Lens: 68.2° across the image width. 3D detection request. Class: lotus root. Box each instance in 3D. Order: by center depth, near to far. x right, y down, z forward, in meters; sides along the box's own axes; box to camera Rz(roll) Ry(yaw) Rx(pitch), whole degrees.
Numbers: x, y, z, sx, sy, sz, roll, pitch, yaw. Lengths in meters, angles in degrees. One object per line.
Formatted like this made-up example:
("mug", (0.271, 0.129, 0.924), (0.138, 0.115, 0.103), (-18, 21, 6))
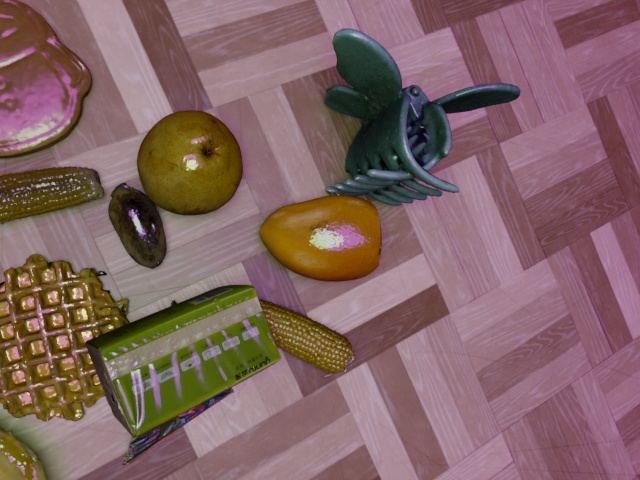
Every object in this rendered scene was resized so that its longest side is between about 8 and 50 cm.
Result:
("lotus root", (-0.360, -0.030, 0.940), (0.089, 0.080, 0.179), (-26, 95, -17))

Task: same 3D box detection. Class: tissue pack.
("tissue pack", (-0.250, 0.203, 0.861), (0.274, 0.200, 0.167), (-23, 95, -33))

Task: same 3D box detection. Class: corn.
("corn", (-0.575, -0.078, 0.873), (0.320, 0.097, 0.097), (-15, 91, -20))
("corn", (-0.047, 0.205, 1.016), (0.260, 0.091, 0.091), (28, 43, -13))

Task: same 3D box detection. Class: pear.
("pear", (-0.251, -0.152, 0.922), (0.209, 0.209, 0.209), (1, 86, -17))

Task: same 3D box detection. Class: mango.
("mango", (0.000, 0.000, 1.021), (0.257, 0.138, 0.187), (-6, 106, -4))

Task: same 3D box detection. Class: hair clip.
("hair clip", (0.153, -0.213, 0.993), (0.392, 0.318, 0.238), (11, 84, -18))

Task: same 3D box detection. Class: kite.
("kite", (-0.285, 0.291, 0.956), (0.234, 0.016, 0.321), (22, 73, -29))

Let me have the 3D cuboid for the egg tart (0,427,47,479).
("egg tart", (-0.618, 0.459, 0.806), (0.315, 0.120, 0.315), (2, 84, -19))

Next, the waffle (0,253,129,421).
("waffle", (-0.505, 0.188, 0.891), (0.329, 0.062, 0.329), (2, 85, -17))

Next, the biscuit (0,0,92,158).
("biscuit", (-0.634, -0.319, 0.891), (0.312, 0.057, 0.351), (-41, 98, -17))
